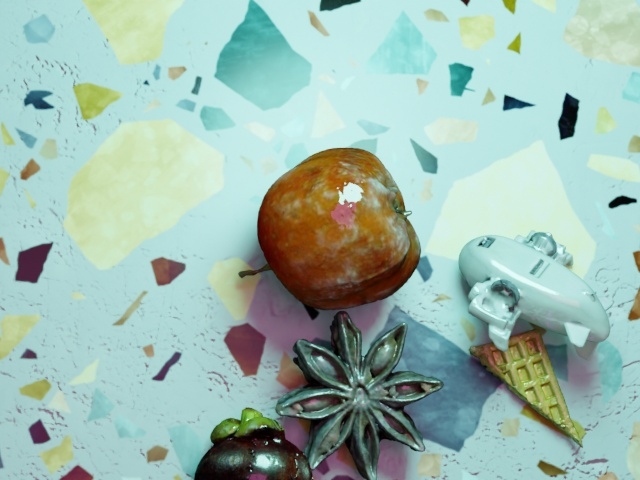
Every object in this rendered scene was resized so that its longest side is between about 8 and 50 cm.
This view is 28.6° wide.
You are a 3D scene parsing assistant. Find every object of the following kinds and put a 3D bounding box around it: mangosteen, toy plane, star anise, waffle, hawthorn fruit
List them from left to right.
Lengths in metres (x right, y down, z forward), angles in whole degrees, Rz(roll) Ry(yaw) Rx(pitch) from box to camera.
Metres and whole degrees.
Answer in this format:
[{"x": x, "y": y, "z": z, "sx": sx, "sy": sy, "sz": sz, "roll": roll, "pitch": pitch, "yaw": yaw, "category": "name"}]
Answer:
[{"x": -0.094, "y": 0.316, "z": 1.726, "sx": 0.166, "sy": 0.166, "sz": 0.180, "roll": -4, "pitch": 70, "yaw": -12, "category": "mangosteen"}, {"x": 0.000, "y": 0.000, "z": 1.801, "sx": 0.272, "sy": 0.242, "sz": 0.242, "roll": -24, "pitch": 82, "yaw": 11, "category": "hawthorn fruit"}, {"x": 0.053, "y": 0.219, "z": 1.807, "sx": 0.223, "sy": 0.109, "sz": 0.236, "roll": 16, "pitch": 90, "yaw": -4, "category": "star anise"}, {"x": 0.307, "y": 0.237, "z": 1.888, "sx": 0.125, "sy": 0.032, "sz": 0.191, "roll": -14, "pitch": 78, "yaw": -16, "category": "waffle"}, {"x": 0.318, "y": 0.078, "z": 1.873, "sx": 0.252, "sy": 0.118, "sz": 0.252, "roll": 9, "pitch": 43, "yaw": -9, "category": "toy plane"}]
